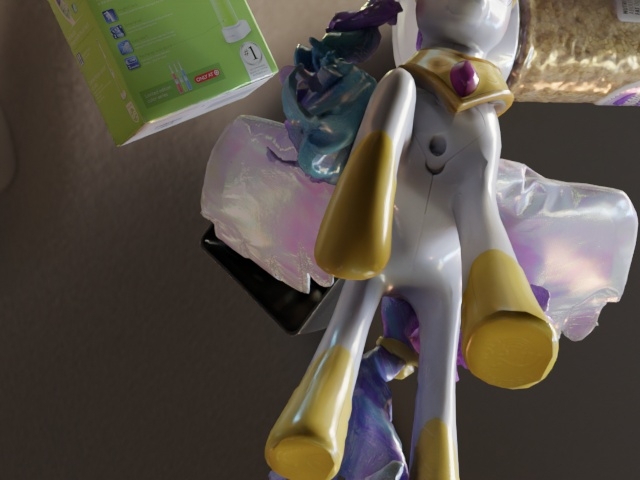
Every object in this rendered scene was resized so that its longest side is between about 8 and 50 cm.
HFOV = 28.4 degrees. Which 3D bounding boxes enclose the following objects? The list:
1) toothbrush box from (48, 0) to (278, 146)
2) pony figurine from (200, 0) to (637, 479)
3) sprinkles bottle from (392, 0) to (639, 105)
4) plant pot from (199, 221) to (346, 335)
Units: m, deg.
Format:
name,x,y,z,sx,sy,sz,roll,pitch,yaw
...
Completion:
name,x,y,z,sx,sy,sz,roll,pitch,yaw
toothbrush box,-0.216,-0.293,1.623,0.206,0.122,0.283,-26,-87,-29
pony figurine,0.062,-0.005,0.751,0.303,0.351,0.363,11,-132,1
sprinkles bottle,0.238,-0.162,0.983,0.355,0.121,0.121,-2,-117,-20
plant pot,0.000,0.000,1.581,0.187,0.167,0.188,43,-78,27
